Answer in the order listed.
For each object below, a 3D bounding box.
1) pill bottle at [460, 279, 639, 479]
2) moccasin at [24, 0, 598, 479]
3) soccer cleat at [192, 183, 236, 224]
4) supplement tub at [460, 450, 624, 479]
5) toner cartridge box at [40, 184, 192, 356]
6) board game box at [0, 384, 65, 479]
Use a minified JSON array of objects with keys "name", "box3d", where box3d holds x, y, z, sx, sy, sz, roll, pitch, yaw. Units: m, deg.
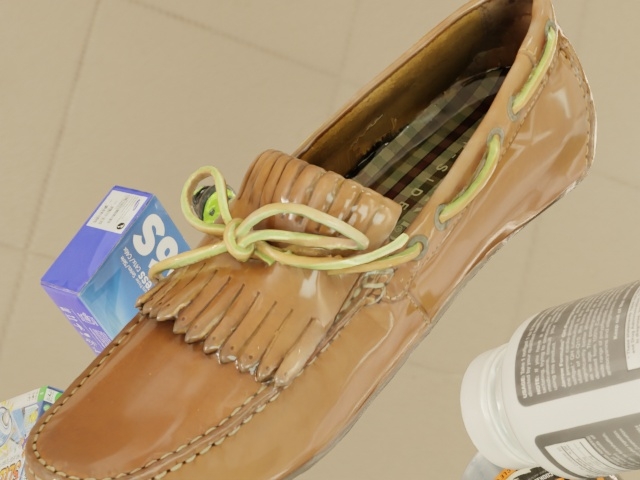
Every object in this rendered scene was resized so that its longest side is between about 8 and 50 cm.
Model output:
[{"name":"pill bottle","box3d":[0.290,0.137,1.413,0.176,0.318,0.176,14,66,-35]},{"name":"moccasin","box3d":[0.002,0.001,0.743,0.380,0.139,0.147,-38,133,-19]},{"name":"soccer cleat","box3d":[-0.144,-0.045,1.899,0.060,0.179,0.072,-39,78,-9]},{"name":"supplement tub","box3d":[0.295,0.360,1.656,0.193,0.316,0.194,-7,115,-15]},{"name":"toner cartridge box","box3d":[-0.204,0.107,1.850,0.165,0.075,0.348,-55,138,-25]},{"name":"board game box","box3d":[-0.357,0.250,1.685,0.035,0.201,0.136,23,66,-25]}]
